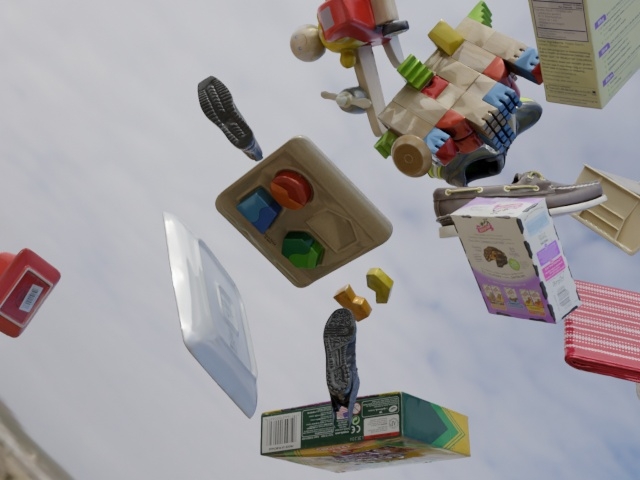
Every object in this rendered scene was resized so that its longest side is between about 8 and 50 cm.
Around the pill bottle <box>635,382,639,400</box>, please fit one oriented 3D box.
[{"bbox_3d":[0.739,0.296,2.073,0.112,0.187,0.111,7,-75,28],"label":"pill bottle"}]

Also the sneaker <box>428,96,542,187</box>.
[{"bbox_3d":[0.387,-0.208,2.161,0.121,0.300,0.111,46,-11,40],"label":"sneaker"}]

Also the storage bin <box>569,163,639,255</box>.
[{"bbox_3d":[0.744,-0.051,2.249,0.262,0.123,0.260,11,23,-41],"label":"storage bin"}]

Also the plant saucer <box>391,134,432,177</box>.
[{"bbox_3d":[0.162,-0.150,1.751,0.083,0.015,0.083,16,-58,27],"label":"plant saucer"}]

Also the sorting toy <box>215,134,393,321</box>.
[{"bbox_3d":[0.000,0.000,1.491,0.307,0.041,0.229,45,-45,-12],"label":"sorting toy"}]

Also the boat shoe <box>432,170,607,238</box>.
[{"bbox_3d":[0.370,-0.078,1.795,0.116,0.325,0.096,114,-35,-85],"label":"boat shoe"}]

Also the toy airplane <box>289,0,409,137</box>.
[{"bbox_3d":[0.064,-0.480,2.201,0.384,0.273,0.386,65,13,-46],"label":"toy airplane"}]

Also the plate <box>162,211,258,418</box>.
[{"bbox_3d":[-0.171,0.121,1.602,0.277,0.045,0.278,62,10,-50],"label":"plate"}]

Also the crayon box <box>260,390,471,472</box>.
[{"bbox_3d":[0.103,0.436,2.152,0.363,0.106,0.313,-15,-27,31],"label":"crayon box"}]

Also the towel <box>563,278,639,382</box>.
[{"bbox_3d":[0.531,0.162,1.721,0.199,0.275,0.031,13,-60,7],"label":"towel"}]

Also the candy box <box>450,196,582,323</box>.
[{"bbox_3d":[0.319,0.029,1.580,0.165,0.070,0.196,6,-56,58],"label":"candy box"}]

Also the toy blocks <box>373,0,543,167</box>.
[{"bbox_3d":[0.308,-0.284,1.977,0.261,0.381,0.191,41,-1,43],"label":"toy blocks"}]

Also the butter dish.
[{"bbox_3d":[-0.611,0.086,1.867,0.118,0.160,0.160,26,-14,24],"label":"butter dish"}]

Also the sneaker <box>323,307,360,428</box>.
[{"bbox_3d":[0.034,0.198,1.492,0.051,0.170,0.089,-2,-29,10],"label":"sneaker"}]

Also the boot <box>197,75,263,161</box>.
[{"bbox_3d":[-0.205,-0.269,2.199,0.197,0.077,0.137,61,3,17],"label":"boot"}]

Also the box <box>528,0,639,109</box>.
[{"bbox_3d":[0.487,-0.396,1.721,0.117,0.213,0.242,17,-40,41],"label":"box"}]
